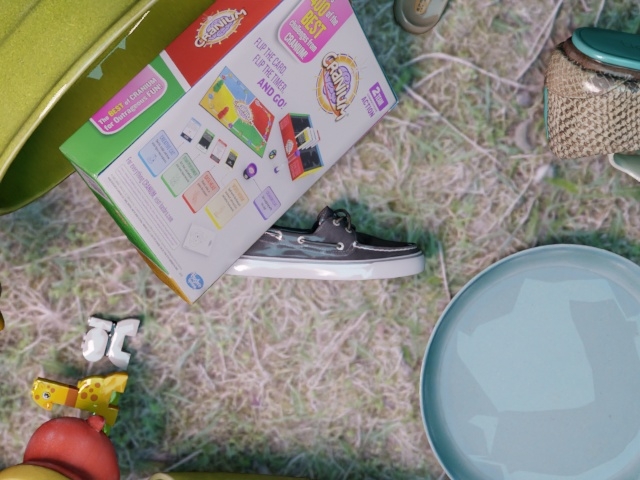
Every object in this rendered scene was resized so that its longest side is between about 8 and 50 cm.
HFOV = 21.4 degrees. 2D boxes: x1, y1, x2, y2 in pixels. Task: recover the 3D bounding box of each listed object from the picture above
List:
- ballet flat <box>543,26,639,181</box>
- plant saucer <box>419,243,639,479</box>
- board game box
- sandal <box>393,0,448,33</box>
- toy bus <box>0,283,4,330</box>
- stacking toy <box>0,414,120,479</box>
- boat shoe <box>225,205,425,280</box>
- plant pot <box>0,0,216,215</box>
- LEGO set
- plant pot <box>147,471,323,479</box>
[{"bbox_3d":[0.478,-0.125,1.845,0.482,0.164,0.182,4,117,-2],"label":"ballet flat"},{"bbox_3d":[0.263,0.159,1.888,0.317,0.044,0.318,-1,97,-7],"label":"plant saucer"},{"bbox_3d":[-0.081,-0.118,1.706,0.316,0.064,0.242,-44,143,-11],"label":"board game box"},{"bbox_3d":[0.127,-0.308,1.816,0.072,0.049,0.180,17,94,-9],"label":"sandal"},{"bbox_3d":[-0.426,-0.044,1.648,0.130,0.108,0.333,-26,72,-5],"label":"toy bus"},{"bbox_3d":[-0.286,0.320,1.762,0.309,0.130,0.279,-22,119,34],"label":"stacking toy"},{"bbox_3d":[0.000,0.000,1.824,0.228,0.080,0.076,2,98,0],"label":"boat shoe"},{"bbox_3d":[-0.309,-0.276,1.636,0.353,0.366,0.366,44,89,2],"label":"plant pot"},{"bbox_3d":[-0.266,0.185,1.802,0.093,0.087,0.227,16,93,-9],"label":"LEGO set"},{"bbox_3d":[-0.015,0.360,1.786,0.293,0.275,0.275,-6,97,-23],"label":"plant pot"}]
